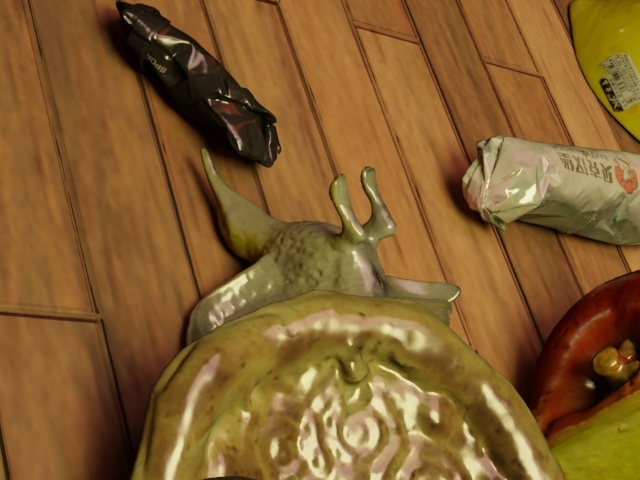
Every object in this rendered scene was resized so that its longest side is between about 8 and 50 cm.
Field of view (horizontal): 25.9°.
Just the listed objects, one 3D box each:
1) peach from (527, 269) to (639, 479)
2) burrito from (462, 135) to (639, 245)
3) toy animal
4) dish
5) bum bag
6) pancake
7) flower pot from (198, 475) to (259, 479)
[{"bbox_3d":[0.255,0.109,0.797,0.267,0.154,0.158,34,38,-15],"label":"peach"},{"bbox_3d":[0.169,-0.031,0.915,0.203,0.064,0.064,5,54,-42],"label":"burrito"},{"bbox_3d":[0.000,0.000,0.702,0.219,0.095,0.155,-16,73,-50],"label":"toy animal"},{"bbox_3d":[0.288,-0.133,1.106,0.207,0.080,0.149,49,38,6],"label":"dish"},{"bbox_3d":[-0.068,-0.086,0.759,0.124,0.034,0.058,44,11,5],"label":"bum bag"},{"bbox_3d":[0.021,0.130,0.598,0.235,0.029,0.212,41,62,-13],"label":"pancake"},{"bbox_3d":[-0.016,0.219,0.429,0.202,0.212,0.212,46,36,-20],"label":"flower pot"}]
